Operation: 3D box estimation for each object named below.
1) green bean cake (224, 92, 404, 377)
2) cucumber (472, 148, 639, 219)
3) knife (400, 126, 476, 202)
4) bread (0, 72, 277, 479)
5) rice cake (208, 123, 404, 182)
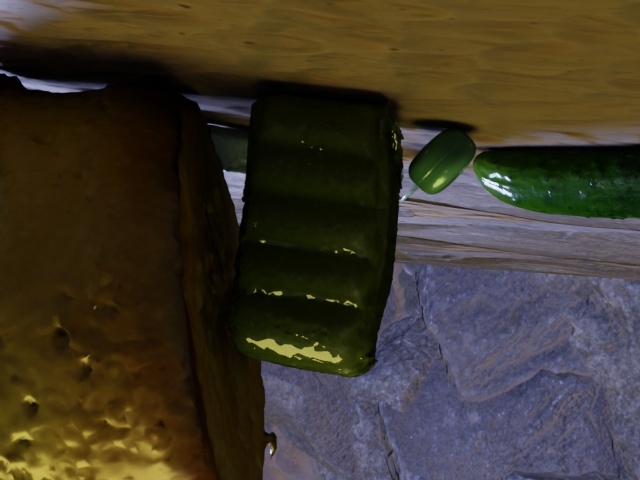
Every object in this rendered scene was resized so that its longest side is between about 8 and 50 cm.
[{"bbox_3d":[0.000,0.000,1.044,0.113,0.200,0.214,5,178,5],"label":"green bean cake"},{"bbox_3d":[0.220,-0.046,1.102,0.250,0.056,0.056,4,176,45],"label":"cucumber"},{"bbox_3d":[0.092,-0.053,1.174,0.034,0.063,0.260,43,179,3],"label":"knife"},{"bbox_3d":[-0.169,0.064,1.042,0.215,0.398,0.398,-8,175,5],"label":"bread"},{"bbox_3d":[-0.036,-0.071,1.238,0.245,0.042,0.045,9,-173,-29],"label":"rice cake"}]
